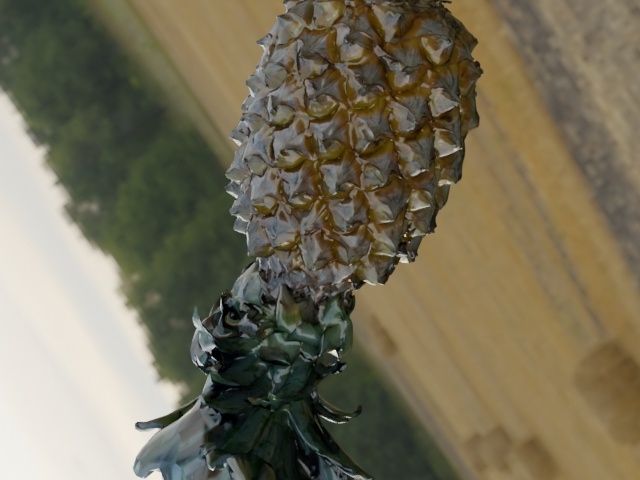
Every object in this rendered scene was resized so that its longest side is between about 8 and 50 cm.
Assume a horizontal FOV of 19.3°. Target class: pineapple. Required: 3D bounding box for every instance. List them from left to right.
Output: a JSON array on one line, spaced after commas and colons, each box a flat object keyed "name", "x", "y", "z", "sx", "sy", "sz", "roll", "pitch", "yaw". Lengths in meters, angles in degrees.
[{"name": "pineapple", "x": 0.000, "y": 0.001, "z": 0.668, "sx": 0.083, "sy": 0.221, "sz": 0.103, "roll": 14, "pitch": -173, "yaw": -31}]
